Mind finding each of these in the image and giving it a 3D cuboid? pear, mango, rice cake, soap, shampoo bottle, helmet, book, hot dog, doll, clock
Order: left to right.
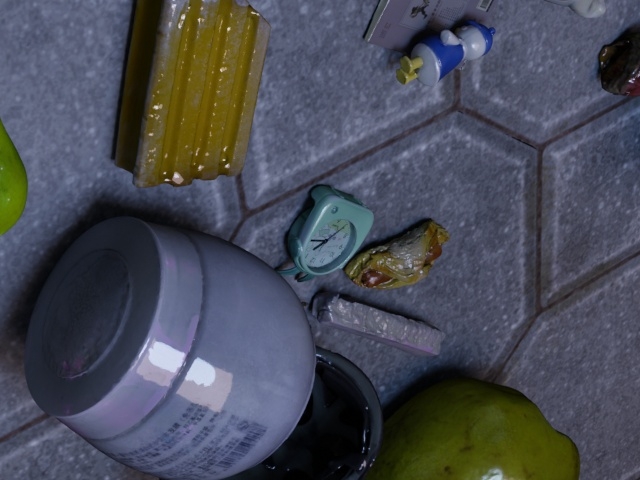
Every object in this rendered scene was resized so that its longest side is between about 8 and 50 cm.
[{"bbox_3d":[-0.357,-0.070,1.426,0.117,0.089,0.163,-27,124,-12],"label":"mango"},{"bbox_3d":[-0.164,0.121,1.595,0.266,0.273,0.273,31,98,-39],"label":"shampoo bottle"},{"bbox_3d":[-0.135,-0.175,1.538,0.140,0.073,0.232,-12,128,-37],"label":"soap"},{"bbox_3d":[-0.065,0.273,1.864,0.305,0.225,0.177,-31,168,-10],"label":"helmet"},{"bbox_3d":[0.000,0.000,1.820,0.101,0.041,0.135,22,106,-48],"label":"clock"},{"bbox_3d":[0.082,0.117,1.975,0.270,0.055,0.049,22,85,-50],"label":"rice cake"},{"bbox_3d":[0.115,0.029,1.927,0.168,0.061,0.078,-25,136,-24],"label":"hot dog"},{"bbox_3d":[0.140,-0.279,1.742,0.181,0.014,0.127,8,115,-45],"label":"book"},{"bbox_3d":[0.156,-0.228,1.743,0.143,0.058,0.099,-27,158,-23],"label":"doll"},{"bbox_3d":[0.191,0.358,2.108,0.375,0.287,0.287,-30,139,4],"label":"pear"}]

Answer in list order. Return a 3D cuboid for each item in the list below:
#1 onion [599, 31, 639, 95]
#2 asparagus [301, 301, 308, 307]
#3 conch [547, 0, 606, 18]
[{"bbox_3d":[0.593,-0.205,2.000,0.420,0.398,0.398,28,105,-4],"label":"onion"},{"bbox_3d":[-0.112,0.143,1.850,0.233,0.022,0.023,-36,103,-11],"label":"asparagus"},{"bbox_3d":[0.274,-0.384,1.672,0.148,0.183,0.275,-1,127,0],"label":"conch"}]
